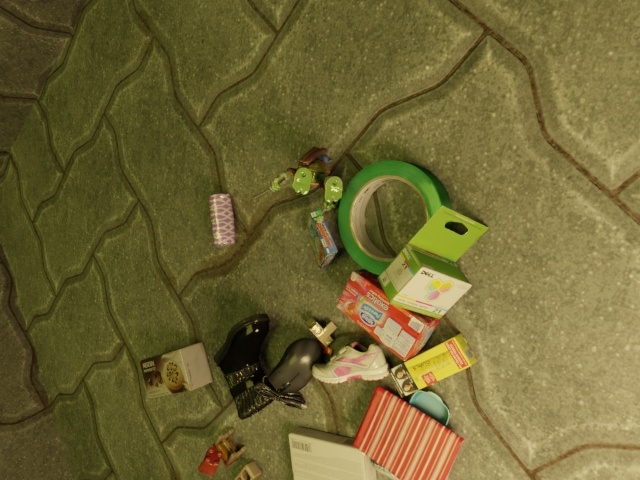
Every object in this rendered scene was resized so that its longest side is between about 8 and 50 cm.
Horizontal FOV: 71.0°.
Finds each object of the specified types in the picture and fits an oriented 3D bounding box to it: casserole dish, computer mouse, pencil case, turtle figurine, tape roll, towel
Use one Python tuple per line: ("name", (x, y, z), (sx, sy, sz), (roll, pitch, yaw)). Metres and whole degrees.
("casserole dish", (0.295, 0.503, 1.256), (0.114, 0.037, 0.188), (27, 109, 31))
("computer mouse", (-0.083, 0.438, 1.451), (0.189, 0.072, 0.272), (26, 109, -11))
("pencil case", (-0.366, -0.075, 1.668), (0.088, 0.087, 0.205), (-5, 88, 63))
("turtle figurine", (-0.038, -0.138, 1.336), (0.275, 0.266, 0.197), (-42, 103, 1))
("tape roll", (0.202, -0.062, 1.261), (0.322, 0.077, 0.320), (3, 95, 36))
("towel", (0.234, 0.557, 1.248), (0.275, 0.031, 0.198), (25, 96, 32))

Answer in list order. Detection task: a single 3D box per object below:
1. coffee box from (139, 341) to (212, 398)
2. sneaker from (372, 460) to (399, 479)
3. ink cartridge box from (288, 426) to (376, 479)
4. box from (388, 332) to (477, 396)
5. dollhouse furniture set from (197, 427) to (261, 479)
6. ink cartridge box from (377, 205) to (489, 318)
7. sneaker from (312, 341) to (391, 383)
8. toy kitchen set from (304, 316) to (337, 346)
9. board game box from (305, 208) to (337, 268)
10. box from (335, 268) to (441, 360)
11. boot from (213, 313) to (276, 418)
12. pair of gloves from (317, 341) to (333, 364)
("coffee box", (-0.598, 0.536, 1.848), (0.297, 0.119, 0.168), (-21, 82, 35))
("sneaker", (0.236, 0.683, 1.292), (0.191, 0.071, 0.082), (3, 100, 36))
("ink cartridge box", (0.038, 0.760, 1.438), (0.297, 0.066, 0.260), (-5, 90, 36))
("box", (0.302, 0.343, 1.225), (0.232, 0.058, 0.087), (-37, 71, 31))
("dollhouse furniture set", (-0.316, 0.907, 1.620), (0.374, 0.201, 0.152), (45, 117, 24))
("ink cartridge box", (0.297, 0.061, 1.119), (0.255, 0.189, 0.097), (-53, 35, 27))
("sneaker", (0.089, 0.364, 1.357), (0.253, 0.103, 0.111), (-13, 80, 22))
("toy kitchen set", (0.007, 0.284, 1.457), (0.068, 0.075, 0.083), (-43, 104, -8))
("board game box", (0.000, 0.000, 1.355), (0.035, 0.201, 0.136), (-20, 77, -11))
("box", (0.188, 0.197, 1.258), (0.257, 0.123, 0.128), (35, 112, 29))
("boot", (-0.230, 0.440, 1.566), (0.260, 0.131, 0.348), (57, 132, 27))
("pair of gloves", (0.004, 0.377, 1.472), (0.074, 0.010, 0.083), (24, 107, 32))
